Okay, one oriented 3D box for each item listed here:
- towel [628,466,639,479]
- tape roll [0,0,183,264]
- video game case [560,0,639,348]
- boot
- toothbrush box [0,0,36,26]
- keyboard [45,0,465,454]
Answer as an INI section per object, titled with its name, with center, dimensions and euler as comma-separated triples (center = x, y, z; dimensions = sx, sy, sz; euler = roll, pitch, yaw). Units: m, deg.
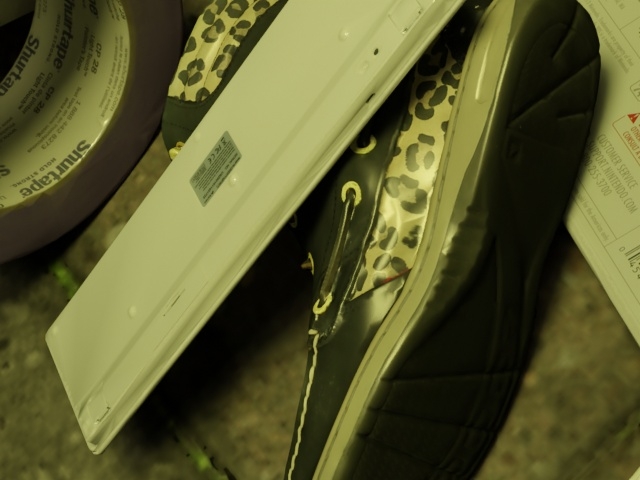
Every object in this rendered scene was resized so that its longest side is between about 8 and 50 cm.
[towel]
center = 0.142, 0.158, 0.439
dimensions = 0.152, 0.023, 0.113
euler = 42, 94, 30
[tape roll]
center = -0.159, -0.085, 0.583
dimensions = 0.080, 0.189, 0.189
euler = 35, 88, 32
[video game case]
center = 0.179, -0.055, 0.501
dimensions = 0.193, 0.023, 0.212
euler = -33, 59, 12
[boot]
center = 0.001, -0.001, 0.540
dimensions = 0.178, 0.085, 0.236
euler = 20, 90, 42
[toothbrush box]
center = -0.255, -0.228, 0.689
dimensions = 0.206, 0.122, 0.283
euler = -29, 58, -14
[keyboard]
center = -0.037, -0.022, 0.519
dimensions = 0.256, 0.014, 0.072
euler = -50, 44, 24
